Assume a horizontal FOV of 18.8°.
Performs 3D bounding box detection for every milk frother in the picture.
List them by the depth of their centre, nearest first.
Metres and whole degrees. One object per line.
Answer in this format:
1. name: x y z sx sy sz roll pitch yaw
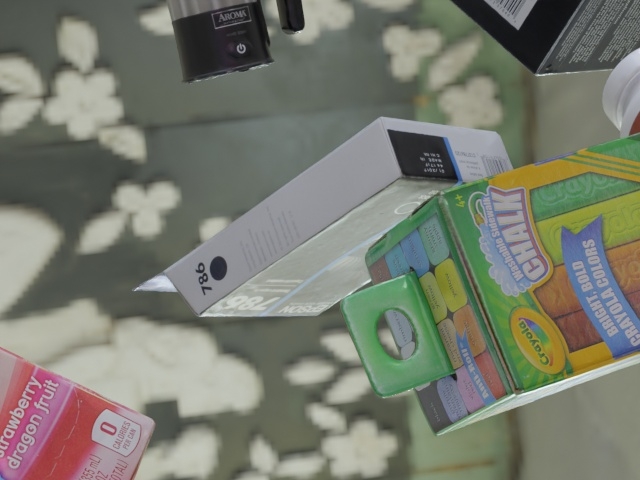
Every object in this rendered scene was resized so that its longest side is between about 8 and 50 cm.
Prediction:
1. milk frother: -0.099 -0.212 1.722 0.143 0.129 0.134 -7 -82 48

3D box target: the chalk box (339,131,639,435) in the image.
1. chalk box: 0.119 0.033 1.195 0.132 0.213 0.132 68 -24 9

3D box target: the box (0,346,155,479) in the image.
1. box: -0.220 0.204 0.972 0.300 0.154 0.142 -67 -173 -25

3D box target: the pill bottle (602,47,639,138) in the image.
1. pill bottle: 0.343 -0.082 1.722 0.216 0.121 0.121 -125 -154 -44

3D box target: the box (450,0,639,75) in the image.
1. box: 0.241 -0.252 1.918 0.153 0.207 0.108 44 -59 23

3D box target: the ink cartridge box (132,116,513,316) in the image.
1. ink cartridge box: 0.000 0.000 1.717 0.333 0.165 0.065 -33 -113 37
